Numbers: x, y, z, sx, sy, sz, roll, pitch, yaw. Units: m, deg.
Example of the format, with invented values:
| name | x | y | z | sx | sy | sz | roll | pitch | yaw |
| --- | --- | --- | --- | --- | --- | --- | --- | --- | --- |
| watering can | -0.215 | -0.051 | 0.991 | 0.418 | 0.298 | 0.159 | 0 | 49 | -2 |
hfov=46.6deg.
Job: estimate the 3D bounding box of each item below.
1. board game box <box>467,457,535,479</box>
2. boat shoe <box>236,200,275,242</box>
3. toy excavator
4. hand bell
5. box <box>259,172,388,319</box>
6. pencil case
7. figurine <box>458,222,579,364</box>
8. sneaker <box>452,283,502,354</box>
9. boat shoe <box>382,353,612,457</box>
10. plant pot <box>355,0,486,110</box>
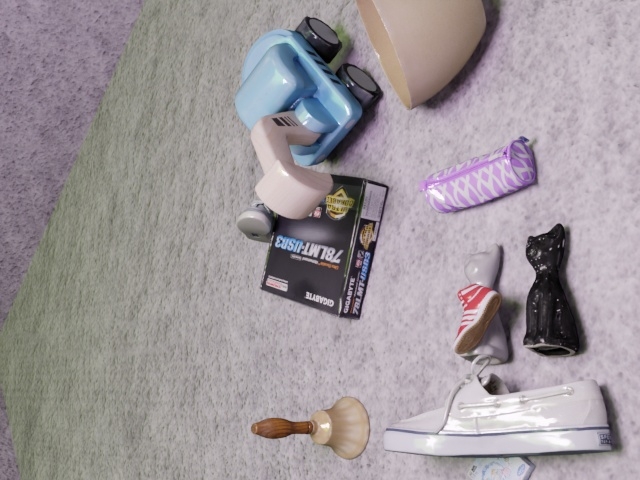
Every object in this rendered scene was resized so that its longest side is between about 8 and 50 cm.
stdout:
| name | x | y | z | sx | sy | sz | roll | pitch | yaw |
| --- | --- | --- | --- | --- | --- | --- | --- | --- | --- |
| board game box | 0.297 | 0.380 | 1.227 | 0.090 | 0.020 | 0.090 | 40 | 111 | 48 |
| boat shoe | -0.147 | -0.054 | 1.747 | 0.227 | 0.079 | 0.081 | 90 | -170 | -78 |
| toy excavator | -0.062 | -0.246 | 1.510 | 0.433 | 0.445 | 0.222 | 52 | 123 | 14 |
| hand bell | -0.034 | 0.365 | 1.450 | 0.126 | 0.242 | 0.126 | -16 | 68 | 48 |
| box | 0.000 | 0.000 | 1.641 | 0.295 | 0.073 | 0.293 | 15 | 91 | 51 |
| pencil case | 0.281 | -0.110 | 1.320 | 0.206 | 0.088 | 0.086 | -24 | 61 | 45 |
| figurine | 0.319 | 0.091 | 1.237 | 0.215 | 0.092 | 0.209 | -19 | 58 | 47 |
| sneaker | 0.240 | 0.125 | 1.213 | 0.118 | 0.042 | 0.067 | -56 | 37 | 1 |
| boat shoe | 0.264 | 0.263 | 1.183 | 0.367 | 0.136 | 0.156 | -14 | 66 | 35 |
| plant pot | 0.196 | -0.414 | 1.394 | 0.191 | 0.284 | 0.284 | -24 | 56 | 4 |
